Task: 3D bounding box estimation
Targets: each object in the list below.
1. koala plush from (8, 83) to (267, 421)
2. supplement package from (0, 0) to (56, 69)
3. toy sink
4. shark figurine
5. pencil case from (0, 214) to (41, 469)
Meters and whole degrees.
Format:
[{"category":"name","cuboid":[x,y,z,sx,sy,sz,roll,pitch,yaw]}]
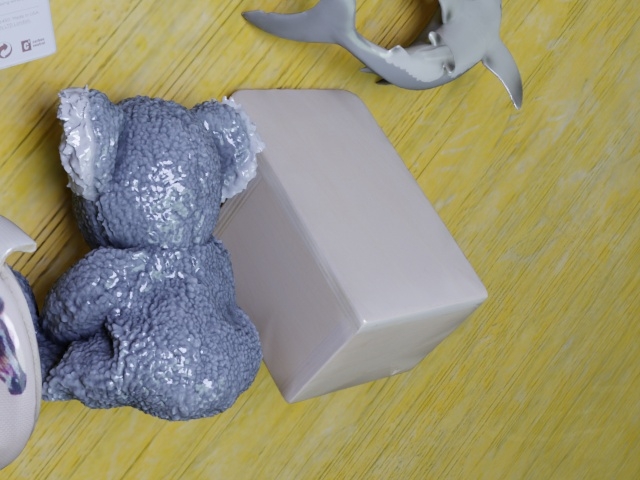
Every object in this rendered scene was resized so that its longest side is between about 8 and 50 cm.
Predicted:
[{"category":"koala plush","cuboid":[-0.125,-0.001,0.711,0.196,0.203,0.221,2,100,-46]},{"category":"supplement package","cuboid":[-0.226,-0.187,0.539,0.105,0.105,0.179,-25,129,-33]},{"category":"toy sink","cuboid":[0.000,0.000,0.844,0.153,0.234,0.131,-8,149,-44]},{"category":"shark figurine","cuboid":[0.072,-0.165,0.867,0.278,0.116,0.166,-24,96,-44]},{"category":"pencil case","cuboid":[-0.341,0.083,0.461,0.410,0.160,0.183,-12,142,-40]}]
